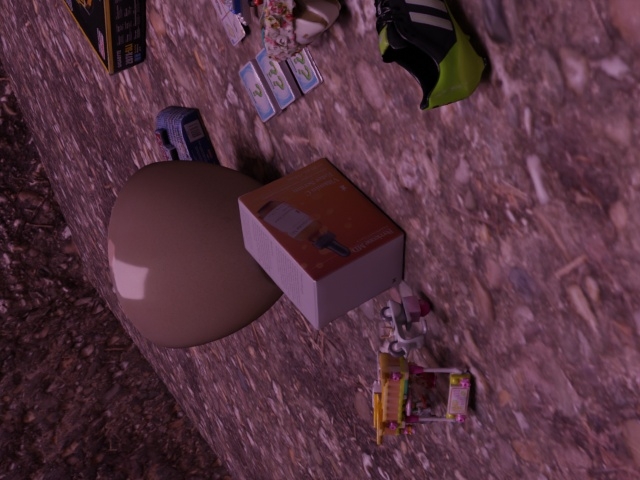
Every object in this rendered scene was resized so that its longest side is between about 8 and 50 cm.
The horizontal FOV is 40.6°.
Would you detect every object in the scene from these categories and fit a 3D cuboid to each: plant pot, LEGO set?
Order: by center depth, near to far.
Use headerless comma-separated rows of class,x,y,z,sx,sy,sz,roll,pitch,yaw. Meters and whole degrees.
LEGO set,-0.102,-0.272,1.065,0.244,0.060,0.182,64,155,-4
LEGO set,0.124,0.192,1.096,0.287,0.107,0.132,89,-178,-57
plant pot,-0.141,0.012,1.263,0.190,0.284,0.284,-7,114,30

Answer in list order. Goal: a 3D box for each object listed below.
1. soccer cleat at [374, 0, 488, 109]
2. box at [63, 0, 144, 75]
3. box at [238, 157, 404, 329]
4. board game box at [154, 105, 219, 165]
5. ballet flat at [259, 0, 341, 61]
soccer cleat,0.072,-0.194,0.733,0.179,0.072,0.060,60,159,6
box,-0.385,-0.473,1.443,0.257,0.079,0.322,58,159,15
box,0.000,0.000,1.052,0.170,0.130,0.091,45,152,36
board game box,-0.241,-0.137,1.538,0.194,0.060,0.194,18,132,60
ballet flat,-0.016,-0.254,0.861,0.077,0.091,0.241,29,154,13
